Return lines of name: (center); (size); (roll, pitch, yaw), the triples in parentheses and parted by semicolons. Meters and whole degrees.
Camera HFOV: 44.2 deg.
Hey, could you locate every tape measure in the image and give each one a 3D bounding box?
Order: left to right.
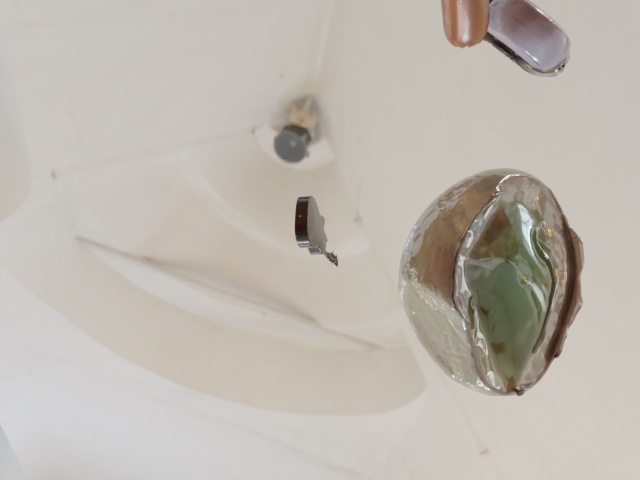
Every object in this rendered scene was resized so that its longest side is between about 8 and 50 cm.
tape measure: (0.370, -0.385, 1.475); (0.196, 0.105, 0.178); (48, -164, 29)

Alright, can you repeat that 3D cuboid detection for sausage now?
sausage: (0.222, -0.392, 1.223); (0.076, 0.197, 0.076); (-8, -135, 9)

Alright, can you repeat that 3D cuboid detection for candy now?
candy: (0.325, 0.059, 1.487); (0.386, 0.186, 0.427); (48, -115, -20)

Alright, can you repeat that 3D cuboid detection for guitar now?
guitar: (0.000, 0.000, 1.379); (0.025, 0.233, 0.088); (-4, -112, 16)
